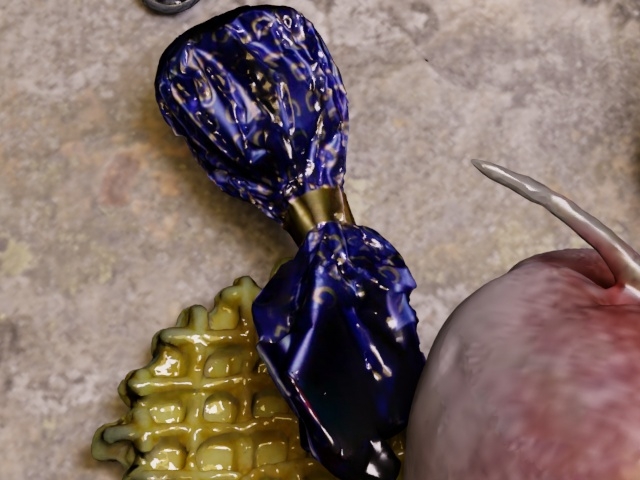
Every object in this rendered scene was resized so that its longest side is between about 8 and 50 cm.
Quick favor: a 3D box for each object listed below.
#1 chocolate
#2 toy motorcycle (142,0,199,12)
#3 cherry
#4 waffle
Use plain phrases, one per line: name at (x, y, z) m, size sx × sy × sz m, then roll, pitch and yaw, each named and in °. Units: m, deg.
chocolate at (-0.001, 0.005, 1.222) m, size 0.126 × 0.148 × 0.343 m, roll -35°, pitch 58°, yaw 22°
toy motorcycle at (-0.081, -0.264, 1.378) m, size 0.124 × 0.061 × 0.193 m, roll -4°, pitch 77°, yaw 2°
cherry at (0.176, 0.161, 1.121) m, size 0.291 × 0.335 × 0.326 m, roll 14°, pitch 36°, yaw -13°
waffle at (-0.034, 0.126, 1.244) m, size 0.204 × 0.054 × 0.223 m, roll 38°, pitch 67°, yaw 14°
